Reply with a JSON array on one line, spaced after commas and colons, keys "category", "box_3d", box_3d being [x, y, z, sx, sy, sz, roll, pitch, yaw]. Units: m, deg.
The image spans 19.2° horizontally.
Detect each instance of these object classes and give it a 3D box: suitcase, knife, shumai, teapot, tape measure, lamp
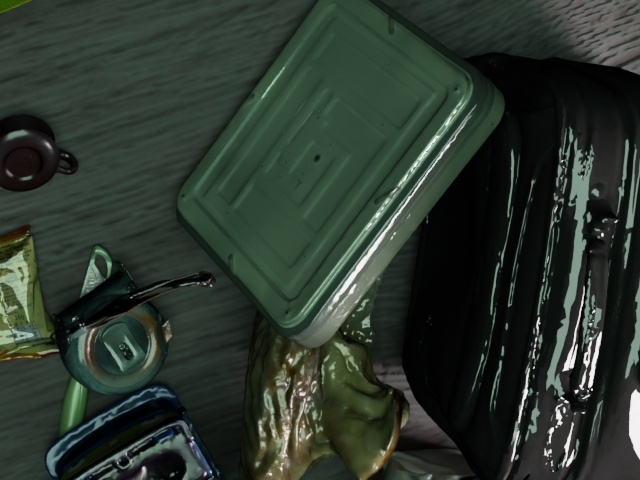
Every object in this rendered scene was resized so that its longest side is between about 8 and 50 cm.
[{"category": "suitcase", "box_3d": [0.198, 0.021, 1.610, 0.188, 0.339, 0.345, 6, 101, -13]}, {"category": "knife", "box_3d": [-0.221, 0.105, 1.741, 0.030, 0.014, 0.207, 11, 99, -11]}, {"category": "shumai", "box_3d": [0.002, 0.146, 1.664, 0.152, 0.161, 0.210, 7, 82, 7]}, {"category": "teapot", "box_3d": [-0.262, -0.080, 1.681, 0.100, 0.045, 0.068, 14, 124, -27]}, {"category": "tape measure", "box_3d": [-0.157, 0.086, 1.664, 0.104, 0.179, 0.107, -45, 113, -31]}, {"category": "lamp", "box_3d": [0.007, -0.071, 1.607, 0.047, 0.269, 0.266, 31, 98, -37]}]

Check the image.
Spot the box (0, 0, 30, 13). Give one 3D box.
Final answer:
[{"category": "box", "box_3d": [-0.305, -0.231, 1.599, 0.345, 0.134, 0.097, -23, 108, -1]}]

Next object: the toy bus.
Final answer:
[{"category": "toy bus", "box_3d": [-0.120, 0.290, 1.706, 0.138, 0.175, 0.288, -31, 103, -6]}]

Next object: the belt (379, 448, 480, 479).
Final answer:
[{"category": "belt", "box_3d": [0.239, 0.325, 1.696, 0.436, 0.300, 0.173, 24, 97, -2]}]

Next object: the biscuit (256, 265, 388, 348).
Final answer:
[{"category": "biscuit", "box_3d": [0.000, 0.000, 1.732, 0.141, 0.038, 0.290, 12, 103, -5]}]

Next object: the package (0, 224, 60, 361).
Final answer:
[{"category": "package", "box_3d": [-0.297, 0.057, 1.712, 0.108, 0.031, 0.121, -15, 102, -3]}]
